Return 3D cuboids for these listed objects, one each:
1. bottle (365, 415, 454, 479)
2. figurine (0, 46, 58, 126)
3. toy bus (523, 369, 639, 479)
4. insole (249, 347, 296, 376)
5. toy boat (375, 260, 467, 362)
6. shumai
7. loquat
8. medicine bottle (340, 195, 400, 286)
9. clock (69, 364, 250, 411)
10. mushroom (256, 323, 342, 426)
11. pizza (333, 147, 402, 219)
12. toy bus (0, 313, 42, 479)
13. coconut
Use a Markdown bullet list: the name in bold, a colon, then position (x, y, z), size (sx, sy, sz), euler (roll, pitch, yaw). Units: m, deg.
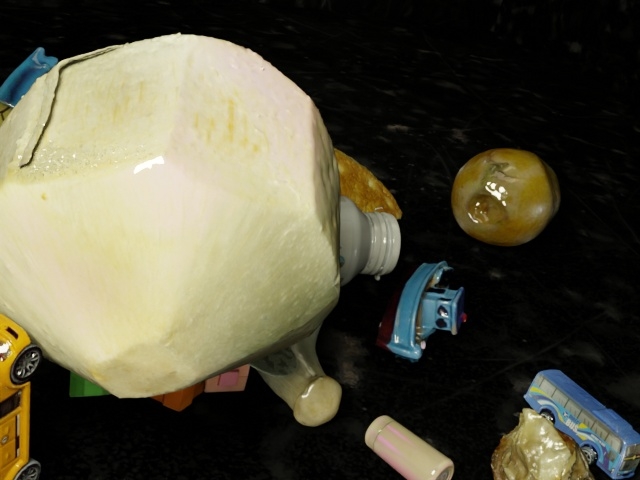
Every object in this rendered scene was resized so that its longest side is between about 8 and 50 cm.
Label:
- **bottle**: position (0.093, 0.228, 0.886), size (0.045, 0.045, 0.096), euler (-13, 34, -43)
- **figurine**: position (-0.471, -0.099, 1.122), size (0.416, 0.243, 0.298), euler (-3, 73, -24)
- **toy bus**: position (0.313, 0.216, 0.993), size (0.051, 0.061, 0.153), euler (1, 26, -35)
- **insole**: position (-0.102, 0.087, 0.907), size (0.193, 0.006, 0.065), euler (35, 35, 21)
- **toy boat**: position (0.144, 0.099, 1.107), size (0.097, 0.100, 0.223), euler (6, 24, 19)
- **shumai**: position (0.252, 0.247, 0.878), size (0.123, 0.105, 0.139), euler (8, 51, -17)
- **loquat**: position (0.329, -0.080, 1.474), size (0.179, 0.179, 0.227), euler (26, 27, 25)
- **medicine bottle**: position (0.000, 0.000, 1.196), size (0.215, 0.135, 0.135), euler (4, 27, -20)
- **clock**: position (-0.192, 0.087, 0.979), size (0.220, 0.106, 0.255), euler (0, 33, -22)
- **mushroom**: position (-0.036, 0.113, 1.008), size (0.118, 0.103, 0.270), euler (5, 37, -4)
- **pizza**: position (0.044, -0.053, 1.346), size (0.292, 0.058, 0.197), euler (22, 50, -47)
- **toy bus**: position (-0.291, 0.149, 0.689), size (0.083, 0.194, 0.088), euler (23, 31, 21)
- **coconut**: position (-0.145, -0.009, 0.760), size (0.353, 0.352, 0.352), euler (11, 26, -5)
